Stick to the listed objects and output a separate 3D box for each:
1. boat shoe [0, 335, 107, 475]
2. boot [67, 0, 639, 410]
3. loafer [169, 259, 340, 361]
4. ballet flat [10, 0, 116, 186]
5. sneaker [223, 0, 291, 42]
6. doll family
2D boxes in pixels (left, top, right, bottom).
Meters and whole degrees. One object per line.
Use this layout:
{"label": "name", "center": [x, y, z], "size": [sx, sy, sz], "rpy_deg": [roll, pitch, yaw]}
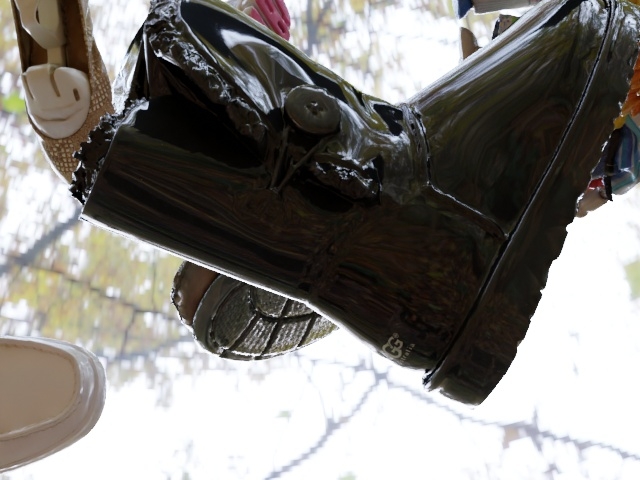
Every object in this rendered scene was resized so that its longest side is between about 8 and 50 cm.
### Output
{"label": "boat shoe", "center": [-0.285, 0.104, 1.174], "size": [0.277, 0.098, 0.096], "rpy_deg": [-6, -25, 7]}
{"label": "boot", "center": [0.021, -0.066, 0.790], "size": [0.207, 0.246, 0.094], "rpy_deg": [29, -34, -4]}
{"label": "loafer", "center": [0.000, 0.000, 1.032], "size": [0.084, 0.267, 0.096], "rpy_deg": [41, -56, 26]}
{"label": "ballet flat", "center": [-0.194, -0.136, 1.261], "size": [0.073, 0.067, 0.206], "rpy_deg": [-13, -95, 19]}
{"label": "sneaker", "center": [-0.076, -0.109, 1.282], "size": [0.075, 0.170, 0.063], "rpy_deg": [-7, -34, 37]}
{"label": "doll family", "center": [0.168, -0.082, 1.111], "size": [0.163, 0.118, 0.263], "rpy_deg": [-4, -41, 0]}
